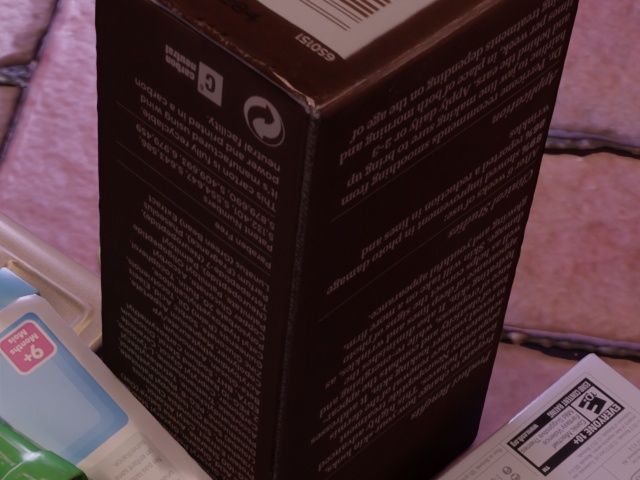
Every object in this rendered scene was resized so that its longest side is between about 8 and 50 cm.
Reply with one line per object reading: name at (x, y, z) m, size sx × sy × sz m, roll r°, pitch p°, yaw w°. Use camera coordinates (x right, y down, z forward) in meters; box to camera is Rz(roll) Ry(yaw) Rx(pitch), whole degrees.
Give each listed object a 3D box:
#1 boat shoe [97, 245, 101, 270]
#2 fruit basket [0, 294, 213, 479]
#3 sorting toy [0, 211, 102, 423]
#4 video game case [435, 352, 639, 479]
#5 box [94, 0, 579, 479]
boat shoe at (-0.064, 0.002, 1.115) m, size 0.153 × 0.048 × 0.056 m, roll 4°, pitch 51°, yaw 2°
fruit basket at (-0.149, 0.242, 0.831) m, size 0.327 × 0.165 × 0.353 m, roll -41°, pitch 70°, yaw -13°
sorting toy at (-0.239, 0.048, 1.077) m, size 0.347 × 0.047 × 0.196 m, roll 31°, pitch 57°, yaw 23°
video game case at (0.142, 0.219, 0.931) m, size 0.269 × 0.061 × 0.244 m, roll -35°, pitch 58°, yaw -25°
box at (0.000, 0.000, 0.894) m, size 0.143 × 0.381 × 0.191 m, roll 35°, pitch 52°, yaw 27°
